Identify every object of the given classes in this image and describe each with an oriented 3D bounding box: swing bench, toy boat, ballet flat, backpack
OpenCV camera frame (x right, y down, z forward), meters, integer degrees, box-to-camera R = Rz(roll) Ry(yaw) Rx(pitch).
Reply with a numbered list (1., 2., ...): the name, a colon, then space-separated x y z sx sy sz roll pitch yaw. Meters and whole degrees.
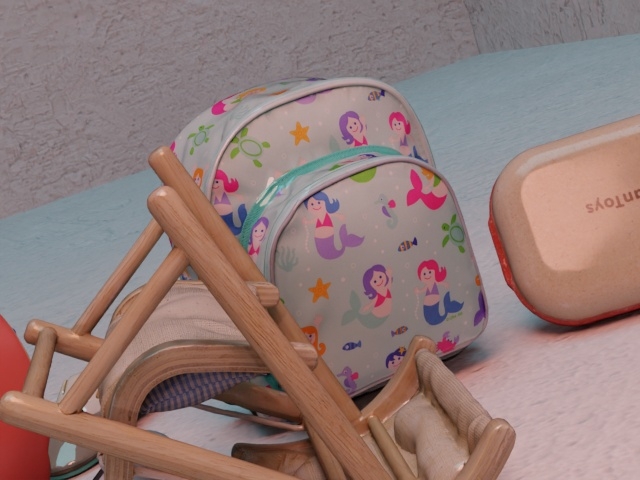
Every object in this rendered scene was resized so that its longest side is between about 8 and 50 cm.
1. swing bench: -0.043 0.087 0.985 0.165 0.254 0.253 -54 9 2
2. toy boat: 0.257 -0.011 1.293 0.231 0.151 0.151 -16 -19 4
3. ballet flat: -0.190 0.134 1.351 0.072 0.068 0.213 -13 11 22
4. backpack: 0.000 0.000 1.235 0.225 0.253 0.191 -20 10 -24

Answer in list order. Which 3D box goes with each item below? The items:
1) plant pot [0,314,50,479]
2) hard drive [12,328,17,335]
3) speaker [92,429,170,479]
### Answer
1. plant pot: -0.331 0.145 1.044 0.275 0.275 0.243 -8 2 43
2. hard drive: -0.510 0.175 1.736 0.318 0.040 0.210 -14 10 13
3. speaker: -0.130 0.175 1.072 0.055 0.055 0.136 -15 10 11
